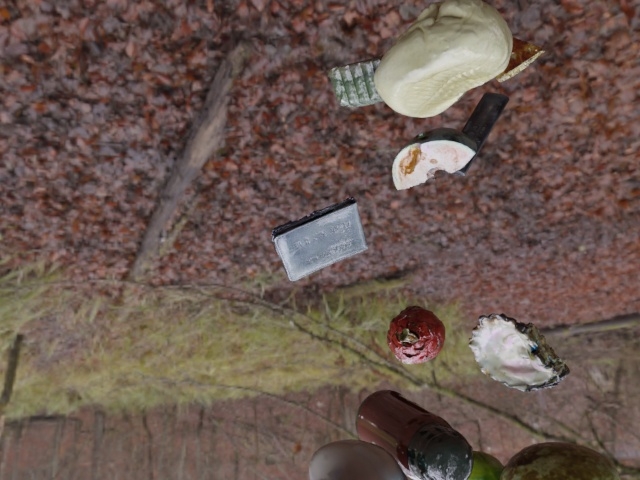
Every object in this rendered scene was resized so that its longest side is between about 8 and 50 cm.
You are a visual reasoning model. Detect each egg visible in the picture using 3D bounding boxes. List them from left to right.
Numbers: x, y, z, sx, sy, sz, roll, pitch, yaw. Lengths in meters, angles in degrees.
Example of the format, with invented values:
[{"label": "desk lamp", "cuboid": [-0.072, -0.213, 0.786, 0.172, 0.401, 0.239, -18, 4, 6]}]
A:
[{"label": "egg", "cuboid": [0.576, 0.607, 1.422, 0.290, 0.238, 0.238, -30, 159, 0]}]

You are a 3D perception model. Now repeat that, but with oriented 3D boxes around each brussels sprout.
[{"label": "brussels sprout", "cuboid": [0.427, 0.667, 1.627, 0.162, 0.143, 0.180, 24, 133, -21]}]

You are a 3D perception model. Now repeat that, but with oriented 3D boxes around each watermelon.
[{"label": "watermelon", "cuboid": [0.381, -0.327, 2.050, 0.322, 0.188, 0.175, -17, 130, 30]}]

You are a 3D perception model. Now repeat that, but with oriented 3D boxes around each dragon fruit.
[{"label": "dragon fruit", "cuboid": [0.280, 0.278, 1.728, 0.173, 0.172, 0.209, -6, 176, -2]}]

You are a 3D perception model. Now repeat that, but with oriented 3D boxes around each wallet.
[{"label": "wallet", "cuboid": [0.001, 0.001, 1.412, 0.222, 0.036, 0.167, -22, 132, -5]}]

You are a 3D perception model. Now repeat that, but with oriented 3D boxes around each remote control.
[{"label": "remote control", "cuboid": [0.578, -0.402, 2.199, 0.107, 0.377, 0.044, 20, 159, 39]}]

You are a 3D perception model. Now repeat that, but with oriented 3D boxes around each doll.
[{"label": "doll", "cuboid": [0.048, 0.480, 1.058, 0.221, 0.251, 0.221, -17, 132, -20]}]

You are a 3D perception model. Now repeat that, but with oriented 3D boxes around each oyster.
[{"label": "oyster", "cuboid": [0.525, 0.300, 1.557, 0.260, 0.198, 0.092, 24, -146, 30]}]

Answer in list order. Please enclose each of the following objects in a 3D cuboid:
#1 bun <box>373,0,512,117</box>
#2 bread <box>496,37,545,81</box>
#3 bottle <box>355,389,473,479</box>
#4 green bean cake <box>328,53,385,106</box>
[{"label": "bun", "cuboid": [0.190, -0.297, 0.931, 0.230, 0.145, 0.229, -13, 170, -2]}, {"label": "bread", "cuboid": [0.545, -0.515, 1.689, 0.154, 0.135, 0.054, 27, 174, 27]}, {"label": "bottle", "cuboid": [0.192, 0.415, 1.215, 0.144, 0.143, 0.336, 0, 179, -17]}, {"label": "green bean cake", "cuboid": [0.134, -0.351, 1.266, 0.182, 0.094, 0.173, 2, -157, 46]}]
